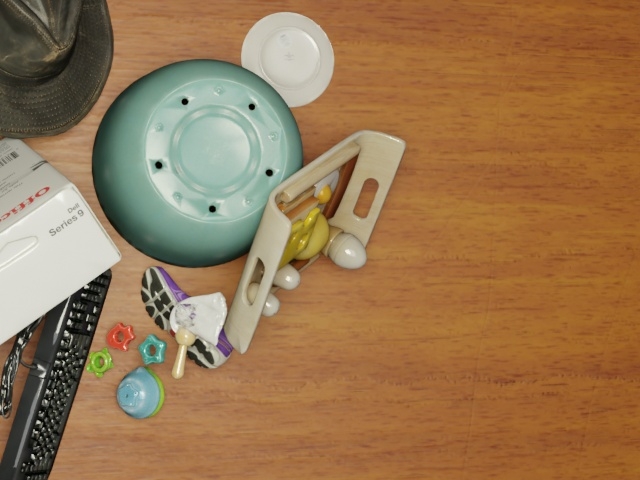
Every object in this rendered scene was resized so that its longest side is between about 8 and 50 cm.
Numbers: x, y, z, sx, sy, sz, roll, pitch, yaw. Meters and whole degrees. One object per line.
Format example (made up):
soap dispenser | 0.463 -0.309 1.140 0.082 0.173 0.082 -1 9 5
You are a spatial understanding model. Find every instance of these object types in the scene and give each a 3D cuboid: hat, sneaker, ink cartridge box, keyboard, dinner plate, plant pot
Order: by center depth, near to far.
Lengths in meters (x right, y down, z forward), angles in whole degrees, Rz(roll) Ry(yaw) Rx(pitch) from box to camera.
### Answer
ink cartridge box | -0.401 -0.002 1.411 0.211 0.289 0.121 -37 120 -13
hat | -0.377 -0.304 1.470 0.331 0.134 0.331 11 73 -39
keyboard | -0.357 0.170 1.488 0.033 0.201 0.317 14 84 19
plant pot | -0.155 -0.110 1.513 0.293 0.235 0.292 0 88 -12
sneaker | -0.187 0.104 1.606 0.170 0.068 0.071 51 46 -3
dinner plate | -0.046 -0.266 1.668 0.141 0.017 0.141 1 87 -16

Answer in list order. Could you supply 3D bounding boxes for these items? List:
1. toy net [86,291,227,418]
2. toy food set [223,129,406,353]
toy net | -0.213 0.139 1.554 0.232 0.045 0.122 -42 71 16
toy food set | 0.000 0.000 1.512 0.092 0.219 0.306 32 37 15
